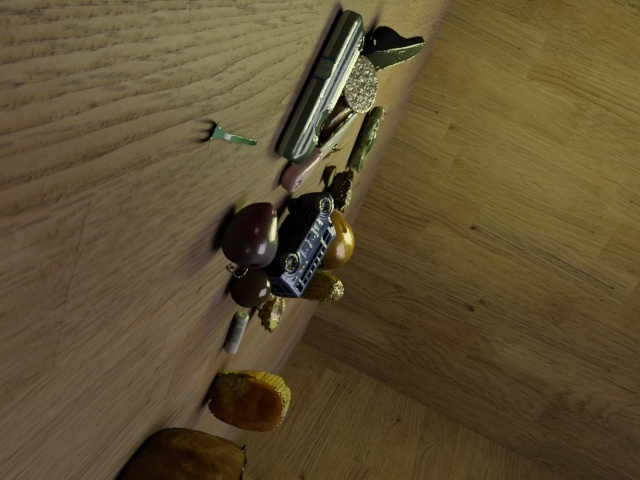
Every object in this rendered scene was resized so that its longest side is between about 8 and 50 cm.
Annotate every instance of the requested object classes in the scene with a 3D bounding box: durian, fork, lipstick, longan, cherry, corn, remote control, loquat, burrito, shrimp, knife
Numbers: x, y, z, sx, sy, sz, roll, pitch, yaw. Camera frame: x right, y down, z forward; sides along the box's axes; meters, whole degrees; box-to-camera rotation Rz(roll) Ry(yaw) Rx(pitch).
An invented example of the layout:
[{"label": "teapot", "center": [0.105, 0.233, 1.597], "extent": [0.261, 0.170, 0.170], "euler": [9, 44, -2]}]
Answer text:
[{"label": "durian", "center": [-0.156, 0.181, 1.967], "extent": [0.140, 0.078, 0.224], "euler": [30, 76, -71]}, {"label": "fork", "center": [-0.142, -0.163, 0.977], "extent": [0.039, 0.021, 0.235], "euler": [-60, 175, 9]}, {"label": "durian", "center": [0.066, -0.172, 2.191], "extent": [0.148, 0.091, 0.188], "euler": [108, -12, -45]}, {"label": "lipstick", "center": [-0.240, 0.263, 1.746], "extent": [0.040, 0.040, 0.141], "euler": [-53, 167, -58]}, {"label": "longan", "center": [-0.173, 0.115, 1.498], "extent": [0.092, 0.113, 0.113], "euler": [55, 50, -31]}, {"label": "cherry", "center": [-0.138, -0.012, 1.191], "extent": [0.148, 0.115, 0.188], "euler": [-44, 166, -4]}, {"label": "corn", "center": [-0.055, 0.116, 1.695], "extent": [0.101, 0.291, 0.101], "euler": [-13, 108, -46]}, {"label": "remote control", "center": [0.009, -0.323, 1.322], "extent": [0.335, 0.065, 0.128], "euler": [-64, 176, 5]}, {"label": "loquat", "center": [0.000, 0.000, 1.871], "extent": [0.208, 0.208, 0.208], "euler": [-62, 173, -13]}, {"label": "burrito", "center": [0.175, -0.382, 2.361], "extent": [0.096, 0.066, 0.309], "euler": [-60, 175, -50]}, {"label": "shrimp", "center": [0.069, -0.332, 1.687], "extent": [0.290, 0.054, 0.222], "euler": [-50, 166, -27]}, {"label": "knife", "center": [0.010, -0.227, 1.556], "extent": [0.336, 0.043, 0.081], "euler": [-46, 168, -35]}]

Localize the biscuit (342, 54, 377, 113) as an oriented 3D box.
[{"label": "biscuit", "center": [0.101, -0.405, 1.584], "extent": [0.152, 0.020, 0.152], "euler": [-10, 104, -47]}]

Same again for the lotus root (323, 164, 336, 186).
[{"label": "lotus root", "center": [0.025, -0.212, 2.010], "extent": [0.037, 0.030, 0.083], "euler": [-49, 164, -41]}]

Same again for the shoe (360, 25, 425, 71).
[{"label": "shoe", "center": [0.179, -0.537, 1.686], "extent": [0.241, 0.093, 0.108], "euler": [-23, 170, -34]}]

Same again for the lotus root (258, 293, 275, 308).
[{"label": "lotus root", "center": [-0.153, 0.140, 1.833], "extent": [0.072, 0.063, 0.152], "euler": [-35, -152, 62]}]

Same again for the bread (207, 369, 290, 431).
[{"label": "bread", "center": [-0.220, 0.494, 1.898], "extent": [0.133, 0.250, 0.179], "euler": [-21, 125, -78]}]

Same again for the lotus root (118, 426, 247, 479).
[{"label": "lotus root", "center": [-0.341, 0.584, 1.446], "extent": [0.316, 0.250, 0.316], "euler": [-60, -175, 8]}]

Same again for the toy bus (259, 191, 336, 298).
[{"label": "toy bus", "center": [-0.053, 0.007, 1.625], "extent": [0.133, 0.125, 0.292], "euler": [51, 55, -34]}]
